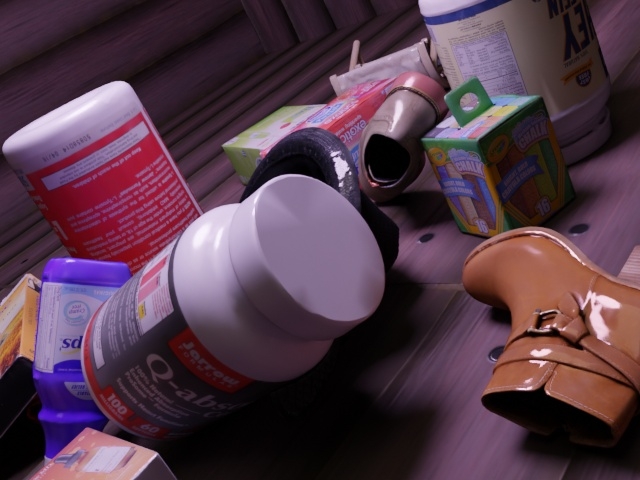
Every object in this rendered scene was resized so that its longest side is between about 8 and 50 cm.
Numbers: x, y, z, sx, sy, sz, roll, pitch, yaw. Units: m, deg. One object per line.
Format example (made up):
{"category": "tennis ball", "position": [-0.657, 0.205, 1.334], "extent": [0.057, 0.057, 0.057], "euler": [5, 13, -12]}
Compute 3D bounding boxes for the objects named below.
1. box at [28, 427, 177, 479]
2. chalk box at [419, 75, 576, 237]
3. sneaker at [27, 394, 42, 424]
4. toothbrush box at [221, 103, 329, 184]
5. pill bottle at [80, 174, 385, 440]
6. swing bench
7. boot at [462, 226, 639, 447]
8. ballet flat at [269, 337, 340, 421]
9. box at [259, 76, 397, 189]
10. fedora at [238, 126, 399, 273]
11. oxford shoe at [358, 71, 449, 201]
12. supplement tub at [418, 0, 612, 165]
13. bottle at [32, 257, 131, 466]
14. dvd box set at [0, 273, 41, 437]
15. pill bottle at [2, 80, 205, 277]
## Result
{"category": "box", "position": [-0.250, 0.300, 0.819], "extent": [0.170, 0.091, 0.130], "euler": [-2, 33, 46]}
{"category": "chalk box", "position": [0.244, -0.125, 1.028], "extent": [0.132, 0.213, 0.132], "euler": [-36, 24, -19]}
{"category": "sneaker", "position": [-0.473, 0.238, 1.219], "extent": [0.221, 0.087, 0.128], "euler": [-12, 25, 37]}
{"category": "toothbrush box", "position": [-0.078, -0.226, 1.742], "extent": [0.206, 0.122, 0.283], "euler": [-36, 25, -20]}
{"category": "pill bottle", "position": [-0.111, 0.085, 0.842], "extent": [0.363, 0.210, 0.210], "euler": [-36, 12, 40]}
{"category": "swing bench", "position": [0.194, -0.433, 1.844], "extent": [0.253, 0.165, 0.254], "euler": [-14, 31, 28]}
{"category": "boot", "position": [0.222, 0.097, 0.743], "extent": [0.283, 0.109, 0.220], "euler": [9, 45, 45]}
{"category": "ballet flat", "position": [-0.015, 0.157, 0.922], "extent": [0.057, 0.049, 0.173], "euler": [-14, 25, 27]}
{"category": "box", "position": [0.049, -0.194, 1.488], "extent": [0.300, 0.154, 0.142], "euler": [-41, 25, -27]}
{"category": "fedora", "position": [0.000, 0.000, 1.038], "extent": [0.153, 0.334, 0.334], "euler": [12, 0, -32]}
{"category": "oxford shoe", "position": [0.102, -0.135, 1.190], "extent": [0.130, 0.123, 0.348], "euler": [-57, -8, -21]}
{"category": "supplement tub", "position": [0.319, -0.290, 1.159], "extent": [0.235, 0.324, 0.235], "euler": [-23, 22, 10]}
{"category": "bottle", "position": [-0.324, 0.166, 0.978], "extent": [0.118, 0.282, 0.092], "euler": [9, -7, -38]}
{"category": "dvd box set", "position": [-0.568, 0.241, 1.216], "extent": [0.307, 0.062, 0.420], "euler": [-50, 24, -1]}
{"category": "pill bottle", "position": [-0.323, -0.039, 1.226], "extent": [0.229, 0.407, 0.229], "euler": [-23, 22, 10]}
